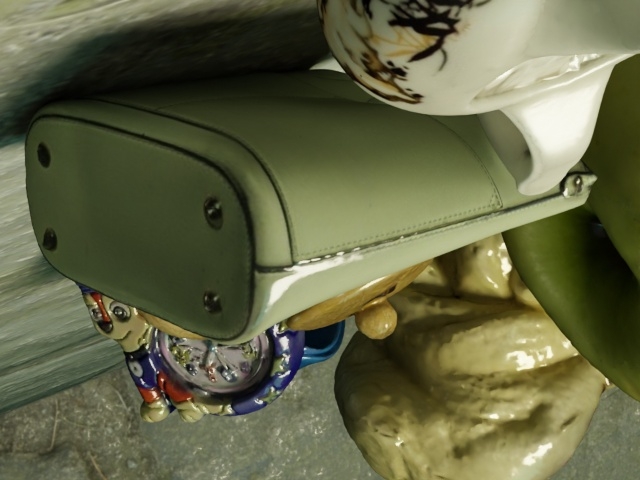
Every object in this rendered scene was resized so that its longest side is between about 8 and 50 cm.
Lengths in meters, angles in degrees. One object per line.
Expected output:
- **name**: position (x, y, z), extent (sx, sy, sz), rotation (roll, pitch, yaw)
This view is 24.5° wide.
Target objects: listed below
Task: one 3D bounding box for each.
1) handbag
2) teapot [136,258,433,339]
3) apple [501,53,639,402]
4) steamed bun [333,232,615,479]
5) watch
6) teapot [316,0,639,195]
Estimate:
- **handbag**: position (0.011, -0.038, 0.833), extent (0.241, 0.109, 0.315), rotation (21, -155, 41)
- **teapot**: position (0.000, 0.000, 1.065), extent (0.311, 0.167, 0.203), rotation (-21, 170, -35)
- **apple**: position (0.302, -0.046, 1.018), extent (0.357, 0.357, 0.357), rotation (-22, 174, -2)
- **steamed bun**: position (0.155, 0.039, 1.300), extent (0.372, 0.230, 0.325), rotation (-48, -154, 2)
- **watch**: position (-0.079, 0.042, 1.250), extent (0.171, 0.196, 0.200), rotation (-14, -161, 25)
- **teapot**: position (0.105, -0.112, 0.635), extent (0.208, 0.166, 0.299), rotation (-33, 166, -9)
